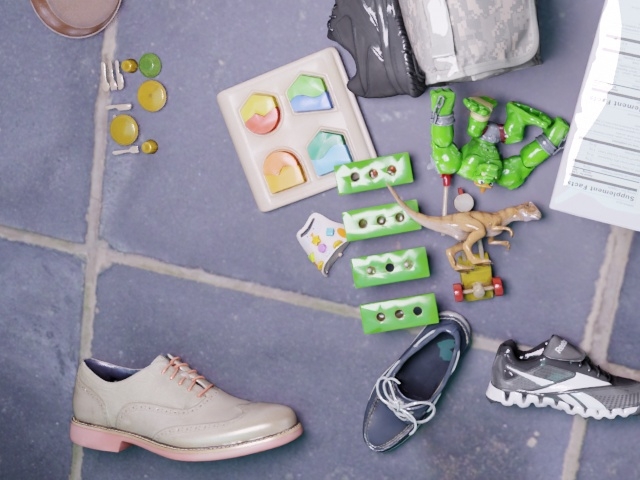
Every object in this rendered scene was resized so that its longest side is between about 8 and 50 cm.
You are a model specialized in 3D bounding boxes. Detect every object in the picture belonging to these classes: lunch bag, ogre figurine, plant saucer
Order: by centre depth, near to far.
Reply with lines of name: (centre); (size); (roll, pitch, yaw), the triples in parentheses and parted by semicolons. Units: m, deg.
lunch bag: (0.175, -0.313, 1.206); (0.169, 0.287, 0.235); (-10, 97, 20)
ogre figurine: (0.229, -0.131, 1.325); (0.097, 0.197, 0.118); (53, 133, 45)
plant saucer: (-0.371, -0.396, 1.507); (0.169, 0.029, 0.168); (4, 103, 17)

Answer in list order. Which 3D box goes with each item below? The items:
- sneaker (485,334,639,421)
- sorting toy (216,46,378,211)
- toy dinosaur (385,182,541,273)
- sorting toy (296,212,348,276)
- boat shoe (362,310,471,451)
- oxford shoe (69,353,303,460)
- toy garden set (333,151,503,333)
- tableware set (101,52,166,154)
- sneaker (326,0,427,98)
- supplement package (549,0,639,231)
sneaker: (0.347, 0.186, 1.365); (0.235, 0.078, 0.106); (4, 105, 20)
sorting toy: (-0.037, -0.159, 1.441); (0.208, 0.038, 0.192); (-19, 95, 21)
toy dinosaur: (0.193, -0.016, 1.349); (0.212, 0.064, 0.112); (0, 74, -3)
sorting toy: (0.000, 0.000, 1.466); (0.075, 0.045, 0.083); (46, 112, 25)
boat shoe: (0.135, 0.218, 1.441); (0.095, 0.079, 0.254); (39, 110, 7)
oxford shoe: (-0.221, 0.256, 1.538); (0.397, 0.140, 0.146); (0, 94, 16)
toy garden set: (0.141, -0.004, 1.402); (0.204, 0.049, 0.244); (-10, 91, 6)
tableware set: (-0.282, -0.209, 1.521); (0.104, 0.024, 0.154); (-4, 99, 16)
sneaker: (0.062, -0.329, 1.342); (0.130, 0.109, 0.286); (-7, 95, 29)
supplement package: (0.416, -0.155, 1.205); (0.198, 0.199, 0.262); (15, 106, 14)
